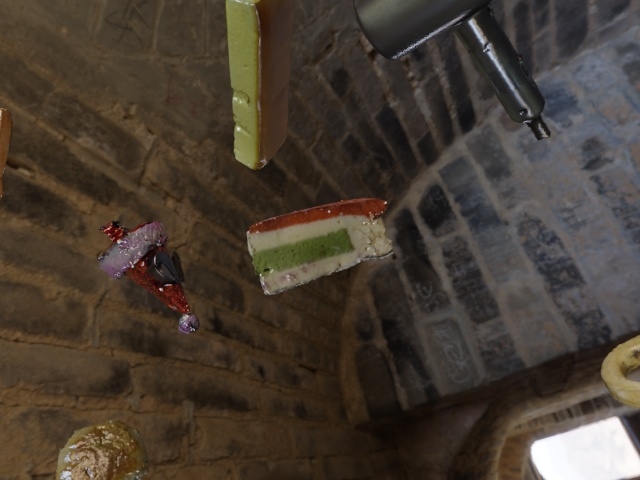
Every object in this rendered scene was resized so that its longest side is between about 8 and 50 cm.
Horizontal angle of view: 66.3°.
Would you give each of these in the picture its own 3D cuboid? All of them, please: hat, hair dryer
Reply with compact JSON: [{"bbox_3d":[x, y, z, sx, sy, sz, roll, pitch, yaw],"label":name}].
[{"bbox_3d":[-0.284,0.066,0.860,0.228,0.128,0.140,53,154,-3],"label":"hat"},{"bbox_3d":[0.178,-0.183,0.440,0.248,0.195,0.078,38,-131,-35],"label":"hair dryer"}]

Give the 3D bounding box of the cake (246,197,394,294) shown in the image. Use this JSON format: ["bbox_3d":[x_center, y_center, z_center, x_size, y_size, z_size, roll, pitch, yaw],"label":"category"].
[{"bbox_3d":[0.018,-0.004,0.602,0.220,0.116,0.086,-20,-83,-66],"label":"cake"}]

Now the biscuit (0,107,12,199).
[{"bbox_3d":[-0.609,-0.119,0.864,0.183,0.280,0.043,45,-163,17],"label":"biscuit"}]

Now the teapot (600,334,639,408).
[{"bbox_3d":[0.377,0.063,0.366,0.204,0.311,0.167,60,-146,-3],"label":"teapot"}]

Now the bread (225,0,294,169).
[{"bbox_3d":[-0.110,-0.298,0.909,0.362,0.077,0.138,99,-165,-53],"label":"bread"}]

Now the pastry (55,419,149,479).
[{"bbox_3d":[-0.374,0.385,0.843,0.153,0.081,0.153,17,-134,-18],"label":"pastry"}]
